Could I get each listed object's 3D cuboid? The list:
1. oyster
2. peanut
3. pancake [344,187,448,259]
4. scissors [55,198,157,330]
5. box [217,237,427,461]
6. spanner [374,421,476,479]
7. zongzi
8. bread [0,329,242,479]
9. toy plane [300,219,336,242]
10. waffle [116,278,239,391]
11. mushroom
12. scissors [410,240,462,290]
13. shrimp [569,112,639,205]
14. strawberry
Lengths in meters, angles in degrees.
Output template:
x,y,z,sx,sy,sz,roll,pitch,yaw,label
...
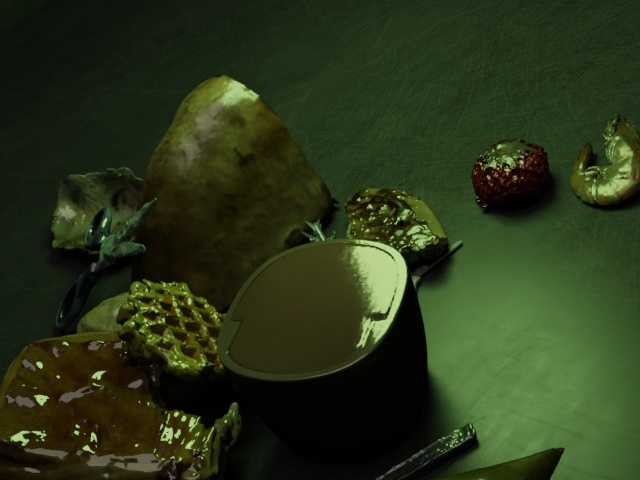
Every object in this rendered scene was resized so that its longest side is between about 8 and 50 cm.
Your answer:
x,y,z,sx,sy,sz,roll,pitch,yaw,label
-0.399,-0.036,2.274,0.396,0.111,0.204,0,59,29,oyster
-0.301,0.155,1.937,0.274,0.111,0.125,6,78,32,peanut
0.094,0.008,1.962,0.244,0.057,0.266,-46,34,-20,pancake
-0.375,0.021,2.021,0.383,0.029,0.256,-22,47,57,scissors
0.021,0.169,1.654,0.301,0.216,0.301,-15,34,11,box
0.077,0.341,1.563,0.325,0.026,0.093,-29,35,-10,spanner
0.166,0.329,1.458,0.228,0.115,0.256,4,37,40,zongzi
-0.302,0.292,1.704,0.370,0.191,0.314,0,33,6,bread
0.000,0.000,2.027,0.031,0.079,0.083,-45,52,40,toy plane
-0.192,0.154,1.764,0.051,0.291,0.291,-57,30,20,waffle
-0.207,-0.057,2.023,0.224,0.313,0.397,17,57,47,mushroom
0.166,0.053,1.893,0.189,0.015,0.100,-34,38,-18,scissors
0.489,-0.138,1.938,0.133,0.053,0.236,-29,34,29,shrimp
0.327,-0.121,1.965,0.145,0.086,0.145,-14,37,11,strawberry
